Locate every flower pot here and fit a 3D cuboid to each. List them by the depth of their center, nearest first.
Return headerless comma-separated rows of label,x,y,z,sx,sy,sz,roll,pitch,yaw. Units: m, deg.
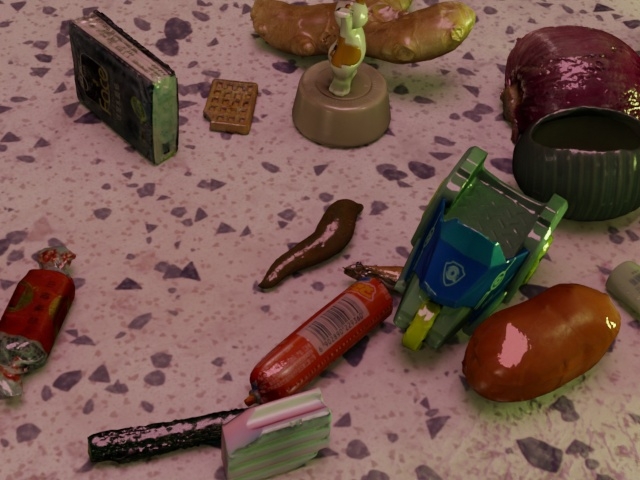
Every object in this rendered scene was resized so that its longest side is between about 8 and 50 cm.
flower pot,0.433,-0.122,1.953,0.243,0.157,0.189,4,45,-1

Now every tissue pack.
tissue pack,-0.330,-0.260,2.034,0.073,0.173,0.235,-30,54,-31

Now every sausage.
sausage,0.313,0.147,1.691,0.258,0.133,0.133,-22,49,-29
sausage,-0.007,0.150,1.703,0.074,0.074,0.274,32,51,27

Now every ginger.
ginger,0.073,-0.387,2.217,0.348,0.122,0.363,-19,37,-10

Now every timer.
timer,0.043,-0.311,2.043,0.175,0.266,0.175,2,44,-2

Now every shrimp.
shrimp,0.118,0.085,1.806,0.178,0.034,0.124,10,46,-7

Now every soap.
soap,-0.063,0.258,1.567,0.149,0.100,0.056,-15,45,-17

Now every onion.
onion,0.497,-0.288,2.130,0.348,0.159,0.267,-5,47,-7

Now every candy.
candy,-0.411,0.111,1.726,0.086,0.059,0.292,11,45,3

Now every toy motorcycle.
toy motorcycle,0.219,0.013,1.747,0.191,0.200,0.326,32,47,8

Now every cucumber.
cucumber,-0.180,0.257,1.602,0.256,0.043,0.044,-9,50,-14

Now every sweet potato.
sweet potato,0.000,0.002,1.871,0.069,0.059,0.249,13,45,39

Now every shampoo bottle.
shampoo bottle,0.518,0.110,1.795,0.072,0.049,0.212,-19,47,-27

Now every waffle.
waffle,-0.161,-0.238,2.132,0.092,0.021,0.135,8,43,2
